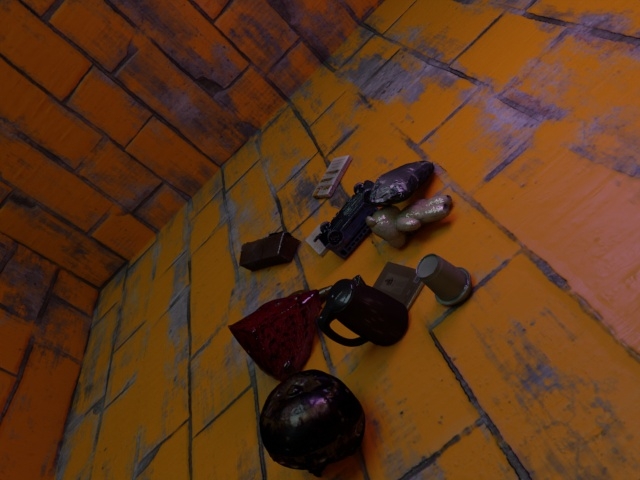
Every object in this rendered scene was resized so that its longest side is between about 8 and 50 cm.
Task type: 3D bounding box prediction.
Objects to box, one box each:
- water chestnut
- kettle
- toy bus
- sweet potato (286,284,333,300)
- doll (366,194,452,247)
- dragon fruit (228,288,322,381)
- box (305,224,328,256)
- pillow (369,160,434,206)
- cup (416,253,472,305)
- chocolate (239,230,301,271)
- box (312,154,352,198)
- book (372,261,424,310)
[{"bbox_3d":[-0.017,0.500,1.402,0.300,0.300,0.300,-34,33,26],"label":"water chestnut"},{"bbox_3d":[0.111,0.214,1.528,0.202,0.232,0.144,-51,31,11],"label":"kettle"},{"bbox_3d":[0.127,-0.079,1.957,0.292,0.133,0.125,-50,24,4],"label":"toy bus"},{"bbox_3d":[-0.096,0.254,1.939,0.346,0.079,0.108,-42,58,10],"label":"sweet potato"},{"bbox_3d":[0.303,-0.065,1.741,0.278,0.175,0.150,-18,79,30],"label":"doll"},{"bbox_3d":[-0.118,0.291,1.777,0.330,0.302,0.240,-40,-16,-7],"label":"dragon fruit"},{"bbox_3d":[0.000,0.000,2.144,0.090,0.024,0.167,-49,29,2],"label":"box"},{"bbox_3d":[0.283,-0.200,1.811,0.161,0.093,0.335,-4,21,34],"label":"pillow"},{"bbox_3d":[0.337,0.103,1.455,0.120,0.141,0.120,-33,35,28],"label":"cup"},{"bbox_3d":[-0.232,0.055,2.318,0.321,0.112,0.112,-16,52,44],"label":"chocolate"},{"bbox_3d":[0.052,-0.286,2.393,0.122,0.032,0.221,-1,55,53],"label":"box"},{"bbox_3d":[0.242,0.142,1.664,0.139,0.016,0.198,-56,30,-11],"label":"book"}]
